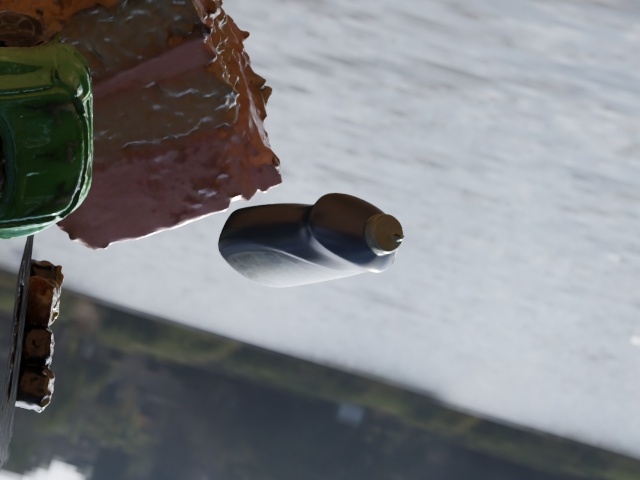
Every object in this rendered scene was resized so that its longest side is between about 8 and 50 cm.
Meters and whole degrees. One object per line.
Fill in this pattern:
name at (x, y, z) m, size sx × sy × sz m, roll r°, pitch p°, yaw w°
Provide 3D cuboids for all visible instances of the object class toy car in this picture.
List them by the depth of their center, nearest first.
toy car at (-0.386, -0.086, 1.642) m, size 0.358 × 0.213 × 0.176 m, roll 2°, pitch -149°, yaw -6°

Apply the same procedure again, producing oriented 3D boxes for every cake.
cake at (-0.231, -0.201, 2.084) m, size 0.293 × 0.314 × 0.307 m, roll -21°, pitch 126°, yaw 10°

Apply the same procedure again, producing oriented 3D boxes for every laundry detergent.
laundry detergent at (0.000, 0.001, 1.631) m, size 0.096 × 0.061 × 0.206 m, roll 40°, pitch 153°, yaw -29°

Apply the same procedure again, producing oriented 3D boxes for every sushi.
sushi at (-0.316, 0.125, 2.026) m, size 0.050 × 0.290 × 0.264 m, roll 8°, pitch 153°, yaw -12°
